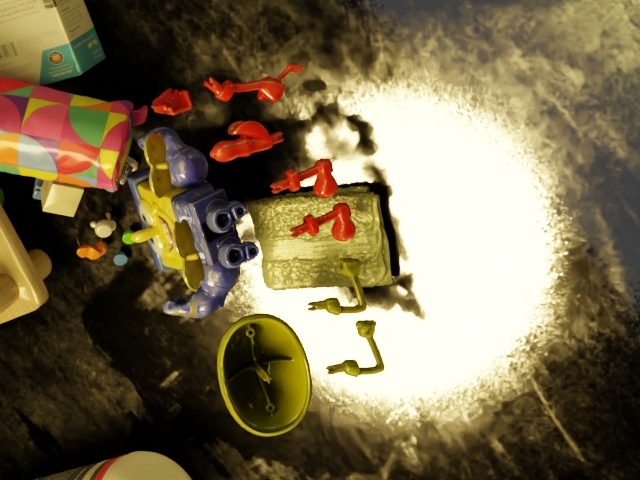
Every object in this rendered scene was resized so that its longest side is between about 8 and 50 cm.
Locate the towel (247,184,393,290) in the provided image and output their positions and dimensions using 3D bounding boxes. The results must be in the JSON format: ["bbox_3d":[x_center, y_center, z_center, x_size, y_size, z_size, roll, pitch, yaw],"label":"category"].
[{"bbox_3d":[0.000,0.000,2.020,0.148,0.027,0.110,-3,109,24],"label":"towel"}]

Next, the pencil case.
[{"bbox_3d":[-0.301,-0.114,2.000,0.236,0.104,0.104,11,117,-2],"label":"pencil case"}]

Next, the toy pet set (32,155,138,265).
[{"bbox_3d":[-0.246,-0.048,2.100,0.114,0.065,0.122,12,126,-21],"label":"toy pet set"}]

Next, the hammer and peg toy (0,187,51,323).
[{"bbox_3d":[-0.476,-0.050,2.145,0.266,0.127,0.361,-22,102,31],"label":"hammer and peg toy"}]

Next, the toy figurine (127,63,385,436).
[{"bbox_3d":[-0.097,-0.004,2.002,0.217,0.191,0.362,16,128,60],"label":"toy figurine"}]

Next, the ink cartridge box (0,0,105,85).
[{"bbox_3d":[-0.305,-0.250,2.022,0.104,0.060,0.180,-12,108,27],"label":"ink cartridge box"}]

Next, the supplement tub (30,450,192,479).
[{"bbox_3d":[-0.274,0.352,2.195,0.272,0.191,0.191,-17,104,28],"label":"supplement tub"}]
